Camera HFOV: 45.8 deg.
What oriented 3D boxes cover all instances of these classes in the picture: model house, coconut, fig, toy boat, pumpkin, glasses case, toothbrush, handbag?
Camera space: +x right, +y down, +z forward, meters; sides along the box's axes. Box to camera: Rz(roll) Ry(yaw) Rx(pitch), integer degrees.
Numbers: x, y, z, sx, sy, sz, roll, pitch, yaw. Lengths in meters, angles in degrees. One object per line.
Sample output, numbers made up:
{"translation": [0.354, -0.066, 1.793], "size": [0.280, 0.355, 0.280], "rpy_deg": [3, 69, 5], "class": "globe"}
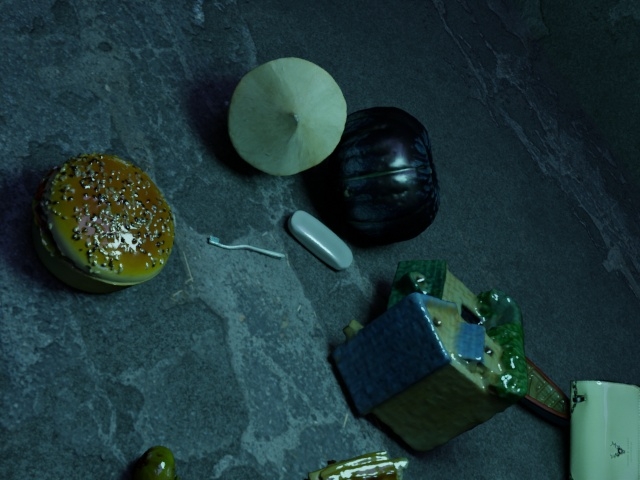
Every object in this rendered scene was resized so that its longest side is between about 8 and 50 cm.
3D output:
{"translation": [0.257, 0.221, 1.796], "size": [0.343, 0.334, 0.382], "rpy_deg": [41, 35, -11], "class": "model house"}
{"translation": [-0.084, -0.307, 1.873], "size": [0.329, 0.329, 0.328], "rpy_deg": [21, 50, -27], "class": "coconut"}
{"translation": [-0.295, 0.430, 1.386], "size": [0.098, 0.082, 0.084], "rpy_deg": [52, 5, -19], "class": "fig"}
{"translation": [0.564, 0.393, 2.093], "size": [0.392, 0.079, 0.136], "rpy_deg": [41, 42, -8], "class": "toy boat"}
{"translation": [0.171, -0.169, 1.994], "size": [0.363, 0.266, 0.363], "rpy_deg": [-13, 90, -70], "class": "pumpkin"}
{"translation": [0.000, 0.000, 1.933], "size": [0.197, 0.049, 0.076], "rpy_deg": [39, 45, -11], "class": "glasses case"}
{"translation": [-0.174, 0.021, 1.805], "size": [0.204, 0.017, 0.022], "rpy_deg": [14, 72, -31], "class": "toothbrush"}
{"translation": [0.768, 0.559, 2.015], "size": [0.237, 0.160, 0.358], "rpy_deg": [13, 75, -26], "class": "handbag"}

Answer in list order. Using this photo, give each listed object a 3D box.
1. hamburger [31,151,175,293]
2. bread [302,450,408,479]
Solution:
{"translation": [-0.434, -0.037, 1.520], "size": [0.300, 0.176, 0.300], "rpy_deg": [22, 49, -28], "class": "hamburger"}
{"translation": [0.132, 0.591, 1.511], "size": [0.370, 0.191, 0.314], "rpy_deg": [3, 63, -29], "class": "bread"}
